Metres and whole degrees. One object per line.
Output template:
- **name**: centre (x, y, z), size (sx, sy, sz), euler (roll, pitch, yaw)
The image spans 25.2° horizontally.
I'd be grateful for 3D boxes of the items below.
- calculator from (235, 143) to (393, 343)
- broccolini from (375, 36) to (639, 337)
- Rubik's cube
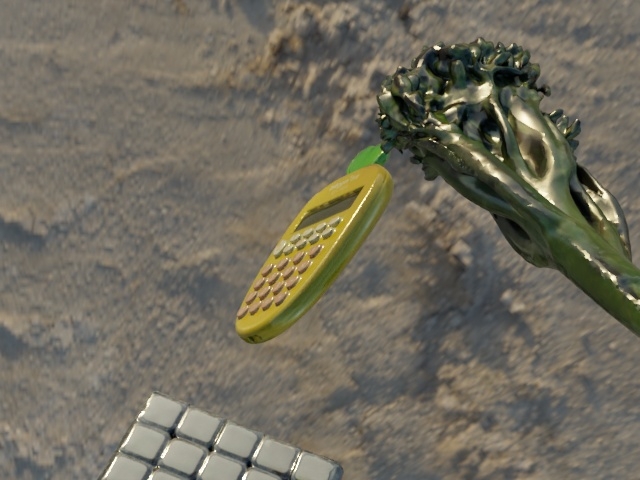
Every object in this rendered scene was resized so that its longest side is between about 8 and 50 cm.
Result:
- **calculator**: centre (0.000, 0.000, 1.287), size (0.032, 0.146, 0.235), euler (44, 60, -15)
- **broccolini**: centre (0.079, -0.012, 0.567), size (0.091, 0.068, 0.203), euler (17, 31, -27)
- **Rubik's cube**: centre (-0.132, 0.344, 1.530), size (0.236, 0.237, 0.238), euler (19, 47, 7)
